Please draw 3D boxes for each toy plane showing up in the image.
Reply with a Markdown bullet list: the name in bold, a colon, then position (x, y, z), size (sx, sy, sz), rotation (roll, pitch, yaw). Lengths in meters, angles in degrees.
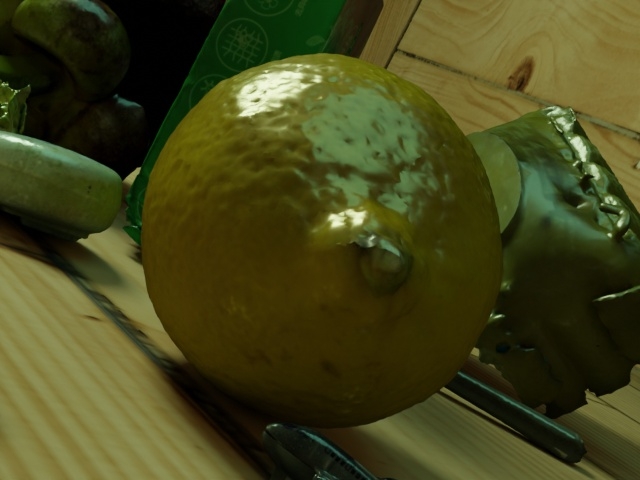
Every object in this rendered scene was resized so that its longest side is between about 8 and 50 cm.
- **toy plane**: position (0.012, 0.100, 0.419), size (0.083, 0.031, 0.078), rotation (28, 5, 4)

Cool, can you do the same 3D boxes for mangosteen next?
- **mangosteen**: position (-0.197, -0.187, 0.993), size (0.297, 0.297, 0.313), rotation (23, 39, -45)

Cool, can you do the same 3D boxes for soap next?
- **soap**: position (-0.049, -0.104, 0.816), size (0.098, 0.273, 0.218), rotation (27, 4, 11)

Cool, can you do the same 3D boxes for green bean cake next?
- **green bean cake**: position (0.167, 0.022, 1.020), size (0.202, 0.285, 0.310), rotation (52, 15, -33)

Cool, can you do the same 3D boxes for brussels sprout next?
- **brussels sprout**: position (-0.258, -0.084, 0.785), size (0.085, 0.058, 0.085), rotation (-1, 24, 0)

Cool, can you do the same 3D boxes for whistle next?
- **whistle**: position (-0.218, -0.048, 0.653), size (0.198, 0.057, 0.104), rotation (18, -3, -24)

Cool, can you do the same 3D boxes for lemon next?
- **lemon**: position (0.000, 0.000, 0.539), size (0.187, 0.187, 0.244), rotation (26, 9, -13)

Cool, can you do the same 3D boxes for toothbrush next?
- **toothbrush**: position (0.081, 0.098, 0.860), size (0.297, 0.030, 0.030), rotation (30, -10, 9)
